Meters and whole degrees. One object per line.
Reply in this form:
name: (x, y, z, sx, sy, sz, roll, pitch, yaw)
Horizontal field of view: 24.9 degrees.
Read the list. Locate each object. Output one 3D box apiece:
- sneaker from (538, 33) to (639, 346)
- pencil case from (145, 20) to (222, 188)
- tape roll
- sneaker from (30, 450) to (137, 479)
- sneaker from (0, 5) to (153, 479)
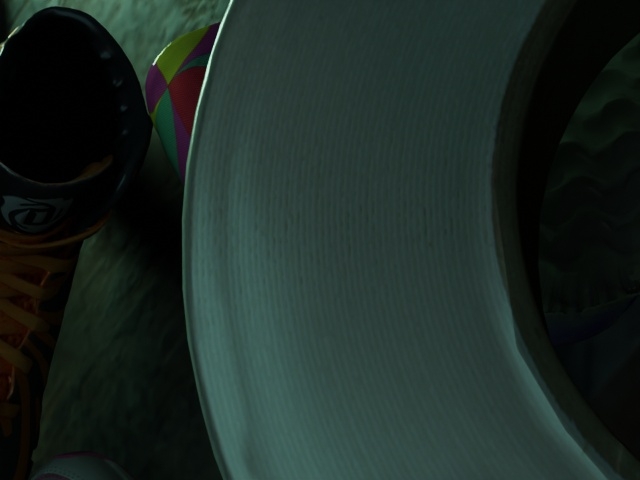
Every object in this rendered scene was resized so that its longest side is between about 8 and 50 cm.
sneaker: (0.065, -0.065, 0.581, 0.146, 0.102, 0.293, 87, 173, -53)
pencil case: (0.000, 0.000, 0.654, 0.104, 0.104, 0.236, -45, 52, 27)
tape roll: (0.155, -0.008, 0.395, 0.392, 0.072, 0.392, -4, 74, 13)
sneaker: (-0.131, 0.229, 0.714, 0.103, 0.111, 0.252, -16, 70, 40)
sneaker: (-0.175, 0.023, 0.731, 0.180, 0.124, 0.321, 149, 131, -63)
